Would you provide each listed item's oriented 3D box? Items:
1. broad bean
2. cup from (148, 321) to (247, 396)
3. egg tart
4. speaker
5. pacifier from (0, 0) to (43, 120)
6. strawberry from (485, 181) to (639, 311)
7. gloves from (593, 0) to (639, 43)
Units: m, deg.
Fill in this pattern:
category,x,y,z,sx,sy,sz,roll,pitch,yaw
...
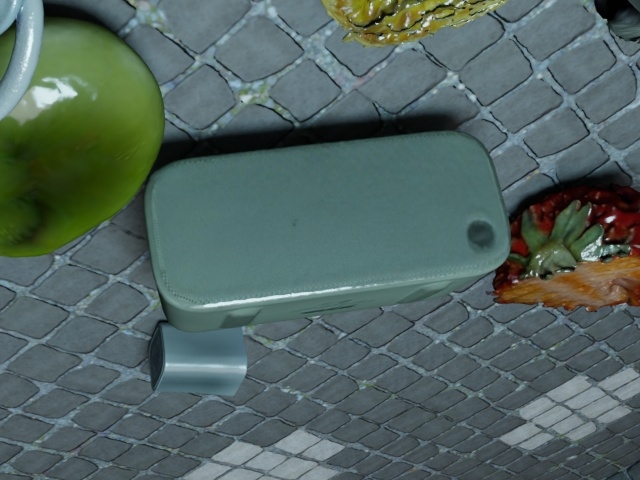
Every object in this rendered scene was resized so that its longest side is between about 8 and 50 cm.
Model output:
category,x,y,z,sx,sy,sz,roll,pitch,yaw
broad bean,-0.282,-0.095,0.842,0.238,0.119,0.291,10,133,-31
cup,-0.184,0.182,1.249,0.130,0.095,0.128,6,138,-24
egg tart,0.104,-0.288,0.787,0.252,0.098,0.232,-38,145,30
speaker,0.000,0.000,1.006,0.407,0.183,0.184,-7,164,-13
pacifier,-0.349,-0.177,0.623,0.287,0.238,0.226,-38,-178,28
strawberry,0.400,0.005,1.232,0.280,0.150,0.253,8,156,-34
gloves,0.460,-0.302,0.877,0.313,0.135,0.210,-7,141,-15
